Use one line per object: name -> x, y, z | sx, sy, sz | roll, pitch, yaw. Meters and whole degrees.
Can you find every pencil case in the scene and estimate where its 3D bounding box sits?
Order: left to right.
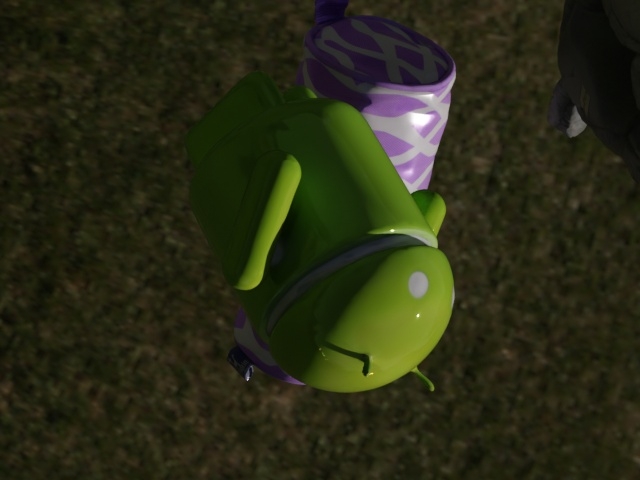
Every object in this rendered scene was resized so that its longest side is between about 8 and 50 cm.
pencil case -> 0.009, -0.019, 0.850 | 0.086, 0.088, 0.206 | -5, 126, -34

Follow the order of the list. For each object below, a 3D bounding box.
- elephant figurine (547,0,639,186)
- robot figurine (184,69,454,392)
elephant figurine -> 0.235, -0.110, 0.690 | 0.239, 0.186, 0.169 | -21, 131, -6
robot figurine -> 0.000, 0.000, 0.519 | 0.067, 0.115, 0.101 | -40, 153, 22
